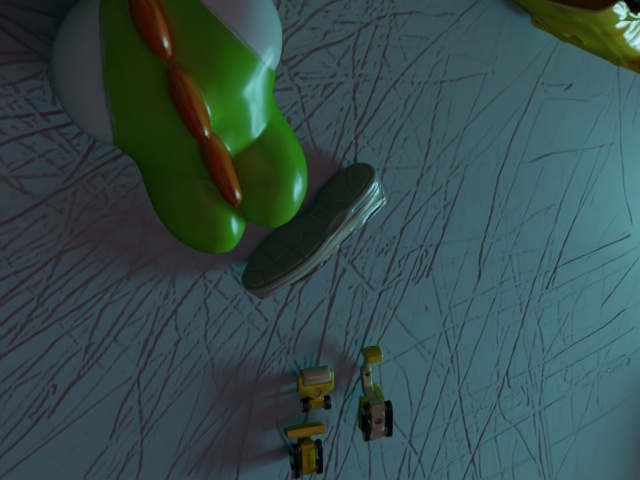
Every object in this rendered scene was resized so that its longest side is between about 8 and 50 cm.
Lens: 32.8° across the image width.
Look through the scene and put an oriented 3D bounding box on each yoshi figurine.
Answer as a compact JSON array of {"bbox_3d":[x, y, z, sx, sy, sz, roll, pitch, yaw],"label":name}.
[{"bbox_3d":[-0.116,-0.168,0.570,0.203,0.203,0.362,-51,125,-52],"label":"yoshi figurine"}]

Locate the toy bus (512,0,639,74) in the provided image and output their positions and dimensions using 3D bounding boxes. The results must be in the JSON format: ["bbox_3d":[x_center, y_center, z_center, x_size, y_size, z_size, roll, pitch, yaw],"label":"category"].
[{"bbox_3d":[0.228,-0.222,0.741,0.211,0.149,0.220,28,96,-51],"label":"toy bus"}]

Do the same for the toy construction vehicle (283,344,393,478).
[{"bbox_3d":[0.012,0.133,0.861,0.086,0.035,0.098,-10,117,-14],"label":"toy construction vehicle"}]

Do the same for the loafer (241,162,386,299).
[{"bbox_3d":[0.000,0.000,0.775,0.125,0.045,0.039,-45,135,-7],"label":"loafer"}]
